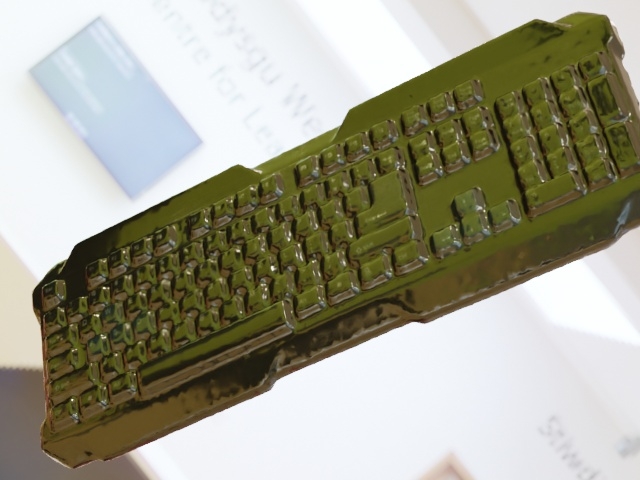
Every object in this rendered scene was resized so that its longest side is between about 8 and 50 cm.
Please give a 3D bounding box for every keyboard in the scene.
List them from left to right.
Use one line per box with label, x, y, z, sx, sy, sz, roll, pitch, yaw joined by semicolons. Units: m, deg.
keyboard;0.000;0.000;0.559;0.016;0.262;0.106;46;26;-48
